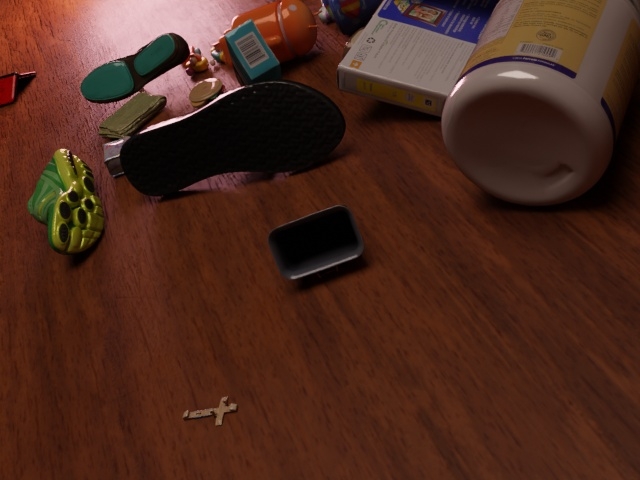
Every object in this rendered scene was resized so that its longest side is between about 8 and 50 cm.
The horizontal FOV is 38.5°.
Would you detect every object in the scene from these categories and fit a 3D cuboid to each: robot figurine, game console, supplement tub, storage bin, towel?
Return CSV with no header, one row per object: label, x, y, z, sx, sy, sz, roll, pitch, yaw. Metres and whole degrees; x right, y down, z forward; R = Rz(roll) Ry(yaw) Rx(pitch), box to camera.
robot figurine,-0.101,-0.437,1.939,0.219,0.158,0.128,-14,78,17
game console,-0.840,-0.397,2.442,0.144,0.085,0.124,-9,72,24
supplement tub,0.336,-0.240,1.341,0.241,0.241,0.331,2,45,33
storage bin,0.000,0.000,1.400,0.135,0.098,0.091,-20,10,11
towel,-0.416,-0.275,2.024,0.110,0.027,0.148,17,56,44

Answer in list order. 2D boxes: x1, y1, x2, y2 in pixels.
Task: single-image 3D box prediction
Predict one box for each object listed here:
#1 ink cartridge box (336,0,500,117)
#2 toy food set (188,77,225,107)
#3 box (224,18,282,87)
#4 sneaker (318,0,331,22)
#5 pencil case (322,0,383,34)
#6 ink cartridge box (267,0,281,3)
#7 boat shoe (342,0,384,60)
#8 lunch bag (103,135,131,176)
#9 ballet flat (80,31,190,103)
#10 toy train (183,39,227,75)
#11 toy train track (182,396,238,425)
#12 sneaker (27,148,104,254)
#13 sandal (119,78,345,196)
ink cartridge box,0.230,-0.345,1.648,0.307,0.072,0.304,20,53,16
toy food set,-0.246,-0.322,1.980,0.082,0.020,0.083,-26,36,2
box,-0.121,-0.319,1.720,0.060,0.101,0.244,-31,-7,-4
sneaker,0.036,-0.522,2.034,0.069,0.038,0.098,-10,50,20
pencil case,0.143,-0.545,1.926,0.306,0.119,0.133,-28,6,1
ink cartridge box,-0.091,-0.606,2.214,0.083,0.028,0.048,-35,38,-10
boat shoe,0.142,-0.400,1.795,0.095,0.095,0.257,24,56,19
lunch bag,-0.400,-0.178,1.879,0.083,0.053,0.071,-17,38,-1
ballet flat,-0.412,-0.381,2.088,0.280,0.095,0.096,-21,-6,21
toy train,-0.265,-0.438,2.108,0.166,0.046,0.125,-16,39,16
toy train track,-0.155,0.235,1.269,0.083,0.014,0.048,-13,39,19
sneaker,-0.495,-0.057,1.774,0.123,0.109,0.296,-44,35,17
sandal,-0.162,-0.199,1.677,0.445,0.168,0.107,-10,23,22
